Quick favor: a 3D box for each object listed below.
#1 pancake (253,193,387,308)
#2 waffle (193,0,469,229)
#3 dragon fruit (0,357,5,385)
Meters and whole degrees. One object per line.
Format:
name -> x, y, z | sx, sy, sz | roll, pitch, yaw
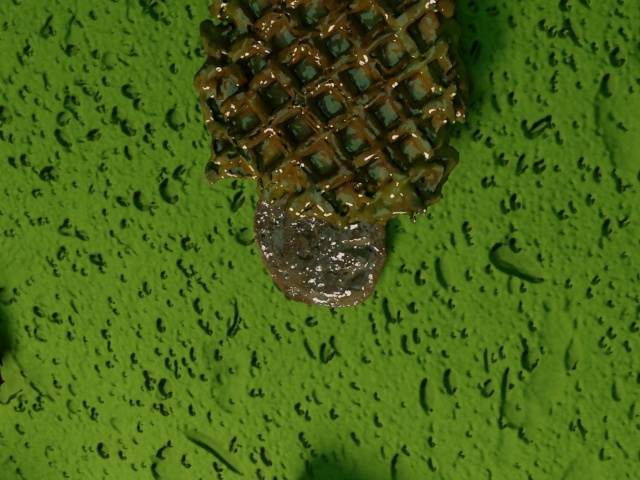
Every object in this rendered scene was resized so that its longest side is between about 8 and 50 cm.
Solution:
pancake -> 0.000, 0.000, 1.048 | 0.140, 0.022, 0.139 | 7, 112, 18
waffle -> 0.008, -0.135, 0.964 | 0.245, 0.052, 0.254 | 8, 106, 18
dragon fruit -> -0.418, 0.110, 1.217 | 0.190, 0.094, 0.094 | 37, 119, 16
